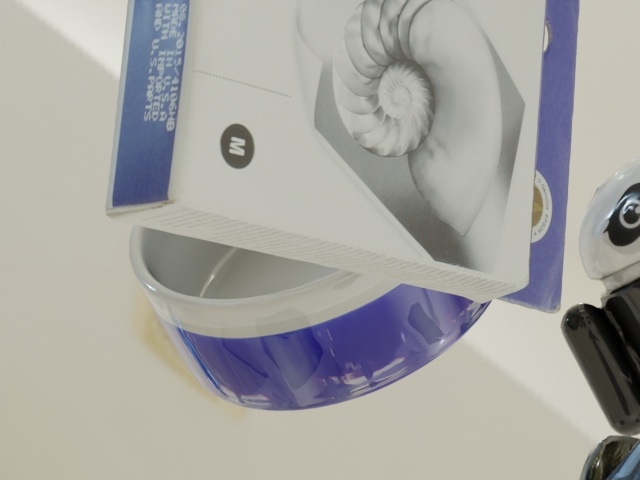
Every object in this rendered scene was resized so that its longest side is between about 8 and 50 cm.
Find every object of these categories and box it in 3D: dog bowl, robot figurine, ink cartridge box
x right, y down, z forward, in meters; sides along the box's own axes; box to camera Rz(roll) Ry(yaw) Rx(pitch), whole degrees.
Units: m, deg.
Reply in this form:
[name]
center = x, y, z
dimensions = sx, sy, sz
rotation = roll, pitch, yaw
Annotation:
[dog bowl]
center = 0.000, 0.000, 1.434
dimensions = 0.265, 0.265, 0.104
rotation = 27, -32, 51
[robot figurine]
center = 0.317, 0.053, 1.510
dimensions = 0.173, 0.209, 0.278
rotation = -31, -92, 46
[ink cartridge box]
center = 0.034, -0.096, 0.694
dimensions = 0.045, 0.224, 0.223
rotation = -5, -103, 47

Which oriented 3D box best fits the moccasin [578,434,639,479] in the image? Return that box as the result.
[moccasin]
center = 0.193, 0.149, 1.040
dimensions = 0.342, 0.138, 0.117
rotation = -47, -130, 27
